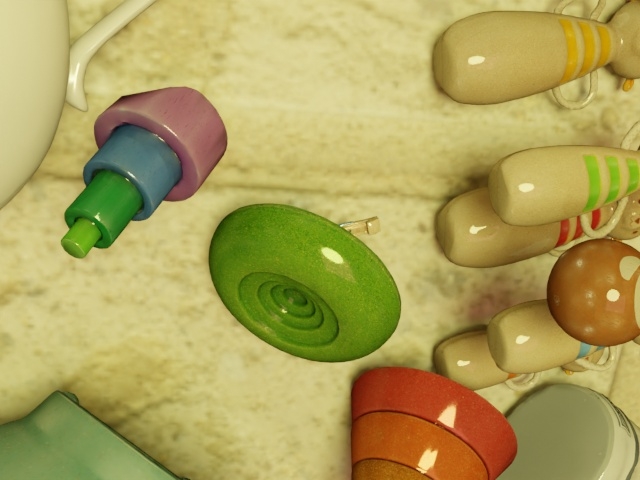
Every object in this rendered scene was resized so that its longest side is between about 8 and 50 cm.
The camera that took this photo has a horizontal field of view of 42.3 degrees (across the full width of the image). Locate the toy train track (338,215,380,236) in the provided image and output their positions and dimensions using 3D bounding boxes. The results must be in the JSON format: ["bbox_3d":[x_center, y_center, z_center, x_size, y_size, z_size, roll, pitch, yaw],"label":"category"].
[{"bbox_3d":[0.000,0.000,0.546,0.083,0.014,0.048,-14,114,-7],"label":"toy train track"}]

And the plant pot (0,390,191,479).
[{"bbox_3d":[-0.145,0.214,0.479,0.293,0.293,0.196,45,71,-24],"label":"plant pot"}]

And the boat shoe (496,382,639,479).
[{"bbox_3d":[0.130,0.283,0.640,0.156,0.136,0.367,36,93,-31],"label":"boat shoe"}]

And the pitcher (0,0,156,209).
[{"bbox_3d":[-0.159,-0.114,0.416,0.178,0.125,0.207,12,98,-33],"label":"pitcher"}]

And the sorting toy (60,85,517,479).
[{"bbox_3d":[-0.018,0.081,0.489,0.127,0.126,0.365,-14,125,43],"label":"sorting toy"}]

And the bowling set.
[{"bbox_3d":[0.170,0.009,0.493,0.154,0.200,0.287,-9,117,-12],"label":"bowling set"}]
